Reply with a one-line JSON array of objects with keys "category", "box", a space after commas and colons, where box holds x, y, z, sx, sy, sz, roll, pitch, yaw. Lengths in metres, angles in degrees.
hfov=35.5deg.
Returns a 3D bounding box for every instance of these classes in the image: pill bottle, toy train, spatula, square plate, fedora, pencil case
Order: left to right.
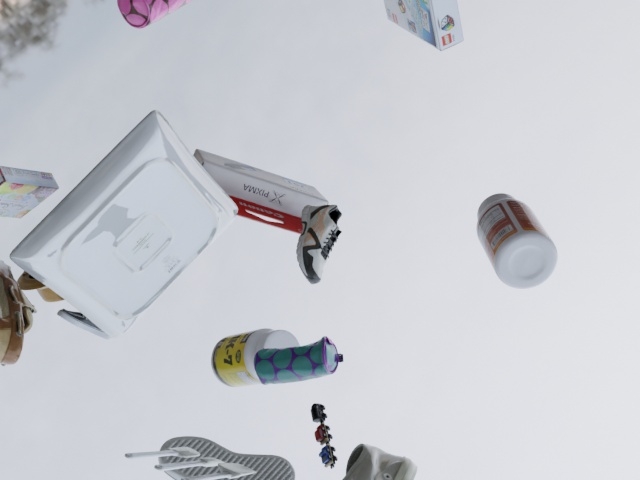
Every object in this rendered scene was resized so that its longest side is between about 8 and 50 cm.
[{"category": "fedora", "box": [-0.571, 0.082, 2.212, 0.194, 0.079, 0.194, -16, -158, 6]}, {"category": "square plate", "box": [-0.323, -0.009, 1.777, 0.347, 0.344, 0.049, -47, -126, -8]}, {"category": "pencil case", "box": [-0.309, -0.504, 1.990, 0.095, 0.098, 0.209, -36, -175, 46]}, {"category": "spatula", "box": [-0.235, 0.407, 1.828, 0.168, 0.242, 0.019, 18, -92, 24]}, {"category": "pill bottle", "box": [-0.140, 0.255, 2.182, 0.208, 0.119, 0.119, -18, -150, 51]}, {"category": "pencil case", "box": [-0.041, 0.207, 1.720, 0.151, 0.064, 0.070, -13, -125, 30]}, {"category": "toy train", "box": [0.005, 0.414, 2.129, 0.027, 0.036, 0.158, -46, -139, 30]}, {"category": "pill bottle", "box": [0.370, -0.007, 1.924, 0.121, 0.121, 0.216, -32, -155, 11]}]

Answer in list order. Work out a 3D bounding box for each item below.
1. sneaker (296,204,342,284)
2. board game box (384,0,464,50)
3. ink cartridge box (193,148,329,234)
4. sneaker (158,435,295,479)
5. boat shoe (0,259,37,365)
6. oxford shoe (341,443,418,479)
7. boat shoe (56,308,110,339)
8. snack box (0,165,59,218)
[{"category": "sneaker", "box": [0.000, 0.000, 1.124, 0.043, 0.040, 0.109, -10, -128, 19]}, {"category": "board game box", "box": [0.143, -0.481, 1.636, 0.053, 0.305, 0.193, -25, -144, -12]}, {"category": "ink cartridge box", "box": [-0.125, -0.099, 2.148, 0.261, 0.296, 0.066, -127, -124, -68]}, {"category": "sneaker", "box": [-0.227, 0.539, 2.268, 0.127, 0.321, 0.126, -54, -154, 41]}, {"category": "boat shoe", "box": [-0.562, 0.133, 1.739, 0.122, 0.120, 0.324, -61, -159, 15]}, {"category": "oxford shoe", "box": [0.040, 0.464, 1.581, 0.169, 0.130, 0.449, -68, 171, 24]}, {"category": "boat shoe", "box": [-0.510, 0.174, 2.181, 0.049, 0.142, 0.040, 16, -103, 48]}, {"category": "snack box", "box": [-0.527, -0.080, 1.695, 0.100, 0.037, 0.141, -33, 166, 19]}]
